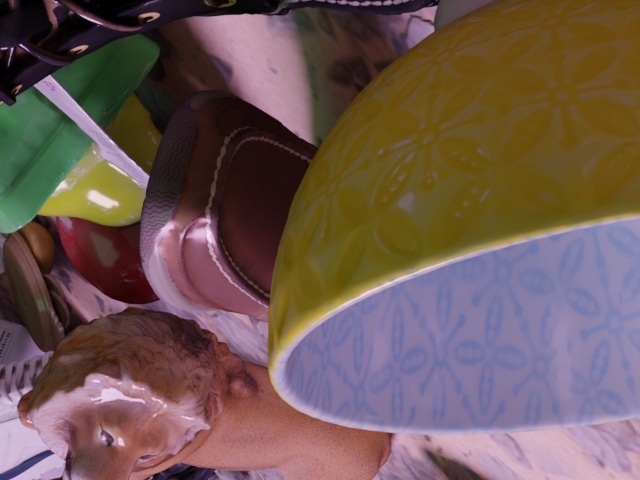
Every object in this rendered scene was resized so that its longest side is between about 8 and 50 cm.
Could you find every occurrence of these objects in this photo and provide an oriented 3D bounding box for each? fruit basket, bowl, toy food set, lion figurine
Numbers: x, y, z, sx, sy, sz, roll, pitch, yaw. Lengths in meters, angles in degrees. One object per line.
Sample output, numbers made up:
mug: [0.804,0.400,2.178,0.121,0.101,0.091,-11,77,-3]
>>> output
fruit basket: [-0.162,-0.058,1.102,0.353,0.165,0.327,37,169,-35]
bowl: [0.113,-0.031,0.643,0.289,0.289,0.156,121,144,-64]
toy food set: [-0.254,0.043,1.438,0.192,0.038,0.132,55,155,35]
lion figurine: [-0.064,0.137,1.163,0.240,0.392,0.142,-30,63,40]

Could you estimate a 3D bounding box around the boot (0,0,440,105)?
boot: [-0.128,-0.117,0.759,0.377,0.284,0.138,23,147,39]

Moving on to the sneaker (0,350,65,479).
sneaker: [-0.238,0.137,1.343,0.235,0.090,0.095,-35,122,29]

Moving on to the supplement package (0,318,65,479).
supplement package: [-0.329,0.153,1.602,0.139,0.134,0.244,27,168,-37]

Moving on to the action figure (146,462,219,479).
action figure: [-0.151,0.188,1.434,0.164,0.141,0.275,43,159,32]

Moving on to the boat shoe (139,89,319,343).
boat shoe: [0.000,0.000,0.881,0.116,0.123,0.324,11,173,19]
